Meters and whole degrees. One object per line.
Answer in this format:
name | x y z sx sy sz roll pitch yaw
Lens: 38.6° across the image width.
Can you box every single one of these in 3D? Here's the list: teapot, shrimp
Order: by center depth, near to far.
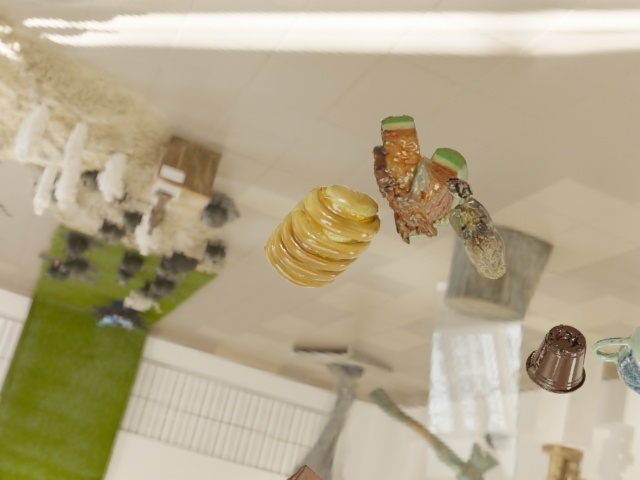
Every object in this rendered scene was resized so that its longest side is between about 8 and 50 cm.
shrimp | 0.235 -0.032 1.399 0.058 0.173 0.253 -23 149 12
teapot | 0.695 0.268 1.956 0.232 0.159 0.159 27 159 -9

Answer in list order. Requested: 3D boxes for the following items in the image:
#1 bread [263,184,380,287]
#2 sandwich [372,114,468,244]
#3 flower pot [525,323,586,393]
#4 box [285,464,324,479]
bread | 0.000 0.000 1.815 0.173 0.121 0.311 20 149 -14
sandwich | 0.190 -0.116 1.676 0.162 0.250 0.301 -12 -175 9
flower pot | 0.436 0.208 1.652 0.111 0.111 0.089 12 132 6
box | 0.023 0.339 0.934 0.215 0.086 0.215 39 157 6
